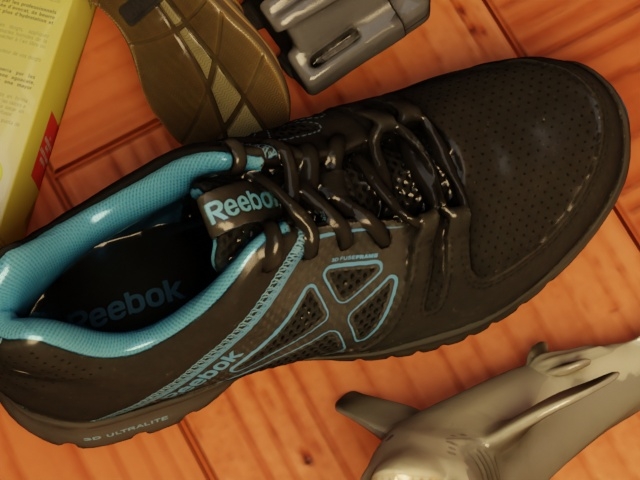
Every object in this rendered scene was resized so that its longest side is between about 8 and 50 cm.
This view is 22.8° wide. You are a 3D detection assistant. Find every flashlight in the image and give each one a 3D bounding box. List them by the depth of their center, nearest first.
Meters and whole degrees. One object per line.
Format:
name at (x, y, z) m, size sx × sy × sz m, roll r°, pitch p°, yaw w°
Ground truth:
flashlight at (0.086, -0.206, 0.829) m, size 0.304 × 0.103 × 0.103 m, roll -33°, pitch 114°, yaw -4°

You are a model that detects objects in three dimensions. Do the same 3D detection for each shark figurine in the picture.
shark figurine at (0.122, 0.106, 0.756) m, size 0.278 × 0.166 × 0.116 m, roll -18°, pitch 101°, yaw -22°

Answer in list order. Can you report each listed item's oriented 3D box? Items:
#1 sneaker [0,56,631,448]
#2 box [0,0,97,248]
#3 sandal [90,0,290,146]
sneaker at (0.000, 0.000, 0.747) m, size 0.341 × 0.139 × 0.125 m, roll -25°, pitch 74°, yaw -8°
box at (-0.182, -0.049, 0.803) m, size 0.087 × 0.058 × 0.232 m, roll 13°, pitch 74°, yaw 4°
sandal at (-0.073, -0.117, 0.798) m, size 0.072 × 0.049 × 0.180 m, roll -30°, pitch 107°, yaw 29°
